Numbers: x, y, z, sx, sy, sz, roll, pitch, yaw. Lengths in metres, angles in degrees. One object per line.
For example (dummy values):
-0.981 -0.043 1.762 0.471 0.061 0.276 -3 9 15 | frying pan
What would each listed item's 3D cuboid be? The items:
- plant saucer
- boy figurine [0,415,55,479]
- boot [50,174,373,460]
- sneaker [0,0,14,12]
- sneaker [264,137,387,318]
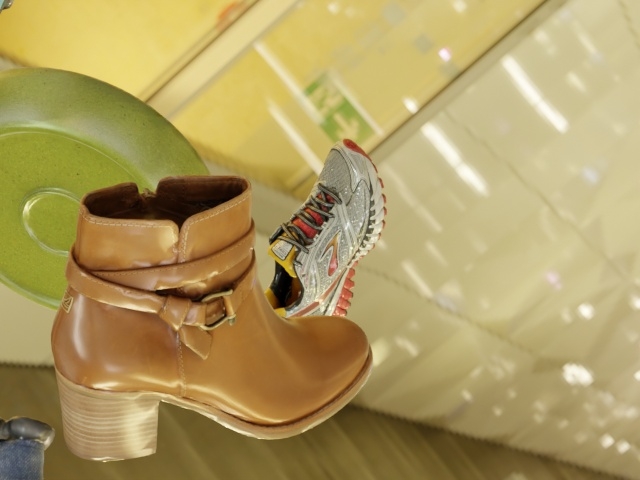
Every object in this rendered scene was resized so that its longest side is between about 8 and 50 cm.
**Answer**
-0.193 -0.022 1.113 0.241 0.241 0.037 46 -142 -20 | plant saucer
-0.315 0.298 1.322 0.177 0.285 0.092 11 159 -4 | boy figurine
-0.046 0.032 0.771 0.197 0.152 0.073 -14 -144 -32 | boot
-0.188 -0.084 0.527 0.104 0.262 0.125 15 -178 29 | sneaker
0.000 0.000 1.504 0.092 0.225 0.088 -1 -149 -35 | sneaker
